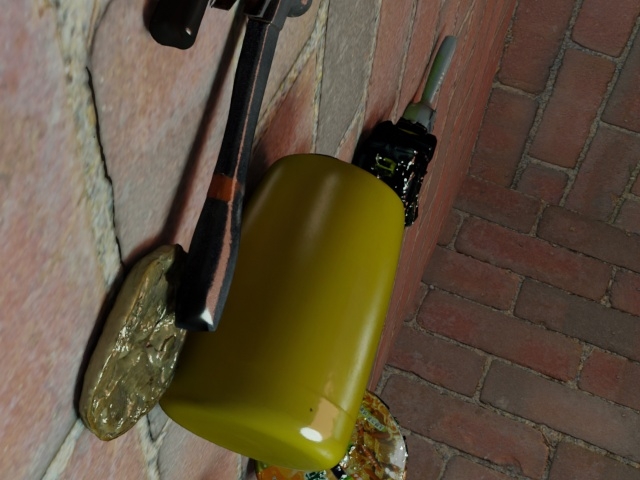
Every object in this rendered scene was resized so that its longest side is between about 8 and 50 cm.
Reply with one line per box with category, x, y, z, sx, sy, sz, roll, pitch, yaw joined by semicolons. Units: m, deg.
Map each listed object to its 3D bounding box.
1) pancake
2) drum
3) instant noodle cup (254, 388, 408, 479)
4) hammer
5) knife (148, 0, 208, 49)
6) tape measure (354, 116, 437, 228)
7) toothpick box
pancake;-0.136;0.075;0.755;0.158;0.028;0.158;19;90;-77
drum;0.193;-0.243;1.819;0.130;0.049;0.253;91;22;-62
instant noodle cup;0.014;0.331;1.570;0.182;0.230;0.230;101;10;-84
hammer;-0.064;-0.070;0.747;0.137;0.037;0.289;-1;105;-78
knife;-0.054;-0.221;0.626;0.060;0.028;0.230;123;-14;-79
tape measure;0.102;-0.078;1.497;0.199;0.112;0.186;-43;154;-66
toothpick box;-0.023;0.056;0.912;0.175;0.175;0.271;87;22;-66
